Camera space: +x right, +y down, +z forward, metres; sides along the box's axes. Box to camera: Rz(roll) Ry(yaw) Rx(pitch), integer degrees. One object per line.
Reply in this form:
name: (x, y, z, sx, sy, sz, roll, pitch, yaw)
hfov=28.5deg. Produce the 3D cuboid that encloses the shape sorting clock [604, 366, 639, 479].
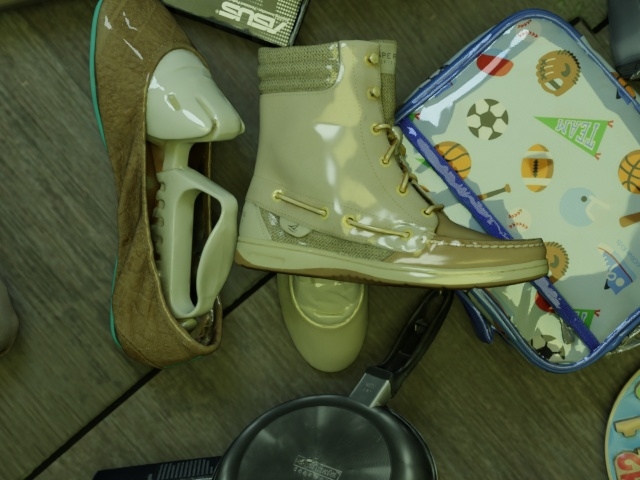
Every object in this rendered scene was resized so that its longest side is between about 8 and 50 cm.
shape sorting clock: (0.369, 0.194, 1.174, 0.206, 0.040, 0.206, 1, 95, 8)

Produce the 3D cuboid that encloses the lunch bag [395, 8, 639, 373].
lunch bag: (0.199, -0.034, 1.136, 0.243, 0.115, 0.303, -40, 92, 1)

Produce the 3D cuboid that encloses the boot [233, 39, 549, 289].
boot: (0.063, -0.064, 1.042, 0.262, 0.095, 0.203, 5, 89, 16)

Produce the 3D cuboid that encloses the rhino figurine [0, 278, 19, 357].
rhino figurine: (-0.350, 0.010, 1.123, 0.106, 0.073, 0.243, -22, 91, 1)

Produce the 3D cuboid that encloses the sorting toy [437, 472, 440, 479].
sorting toy: (0.016, 0.315, 1.059, 0.127, 0.126, 0.365, 37, 62, -38)

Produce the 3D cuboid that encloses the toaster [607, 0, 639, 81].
toaster: (0.346, -0.227, 1.136, 0.186, 0.110, 0.168, -4, 91, -6)

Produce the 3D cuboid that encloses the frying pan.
frying pan: (0.048, 0.168, 1.067, 0.326, 0.053, 0.197, -37, 51, -17)

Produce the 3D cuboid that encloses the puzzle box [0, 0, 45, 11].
puzzle box: (-0.276, -0.412, 1.101, 0.272, 0.052, 0.408, -14, 89, 4)

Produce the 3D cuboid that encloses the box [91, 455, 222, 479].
box: (-0.120, 0.281, 1.133, 0.158, 0.093, 0.155, -6, 92, -4)

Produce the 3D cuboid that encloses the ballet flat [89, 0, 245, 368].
ballet flat: (-0.124, -0.054, 1.095, 0.124, 0.116, 0.342, 4, 97, 37)

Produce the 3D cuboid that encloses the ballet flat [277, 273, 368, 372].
ballet flat: (0.000, 0.000, 1.139, 0.086, 0.086, 0.248, -5, 92, -3)

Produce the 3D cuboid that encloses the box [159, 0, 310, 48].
box: (-0.085, -0.287, 1.144, 0.191, 0.045, 0.184, 20, 88, -2)
